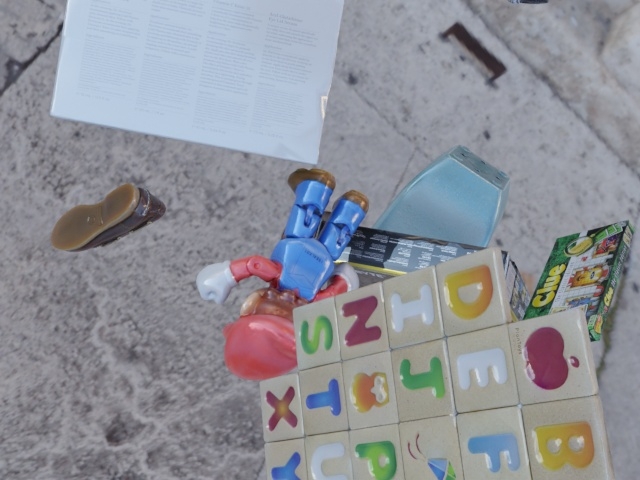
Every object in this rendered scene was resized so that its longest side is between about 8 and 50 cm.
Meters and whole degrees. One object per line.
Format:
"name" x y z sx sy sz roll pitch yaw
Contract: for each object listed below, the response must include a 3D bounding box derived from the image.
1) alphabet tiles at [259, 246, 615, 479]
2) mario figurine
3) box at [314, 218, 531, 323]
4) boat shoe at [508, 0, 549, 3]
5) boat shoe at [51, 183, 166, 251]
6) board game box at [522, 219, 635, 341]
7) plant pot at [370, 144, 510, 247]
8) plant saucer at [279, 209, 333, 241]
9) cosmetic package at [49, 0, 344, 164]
"alphabet tiles" 0.067 0.169 0.645 0.011 0.342 0.285 9 69 -42
"mario figurine" -0.057 0.057 1.245 0.198 0.170 0.321 21 71 15
"box" 0.175 0.063 1.407 0.257 0.322 0.079 39 64 -63
"boat shoe" 0.327 -0.454 1.203 0.080 0.076 0.229 -21 125 -66
"boat shoe" -0.327 -0.024 1.284 0.073 0.207 0.073 24 57 -49
"board game box" 0.402 0.070 1.317 0.030 0.136 0.260 51 46 -17
"plant pot" 0.300 -0.070 1.912 0.247 0.252 0.248 36 25 7
"plant saucer" 0.000 0.000 1.721 0.168 0.168 0.029 31 30 -23
"cosmetic package" -0.167 -0.280 1.192 0.377 0.097 0.284 10 95 -11
